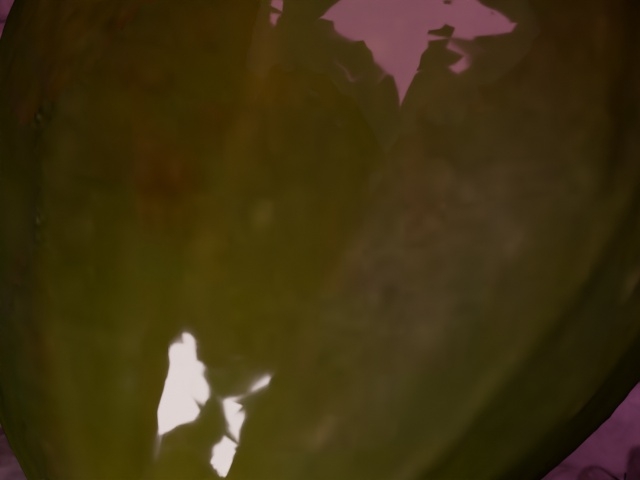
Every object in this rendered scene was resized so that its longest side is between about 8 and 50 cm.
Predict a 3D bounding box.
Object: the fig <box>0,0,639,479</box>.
[{"bbox_3d":[0.000,0.000,0.440,0.316,0.316,0.316,9,51,-12],"label":"fig"}]
